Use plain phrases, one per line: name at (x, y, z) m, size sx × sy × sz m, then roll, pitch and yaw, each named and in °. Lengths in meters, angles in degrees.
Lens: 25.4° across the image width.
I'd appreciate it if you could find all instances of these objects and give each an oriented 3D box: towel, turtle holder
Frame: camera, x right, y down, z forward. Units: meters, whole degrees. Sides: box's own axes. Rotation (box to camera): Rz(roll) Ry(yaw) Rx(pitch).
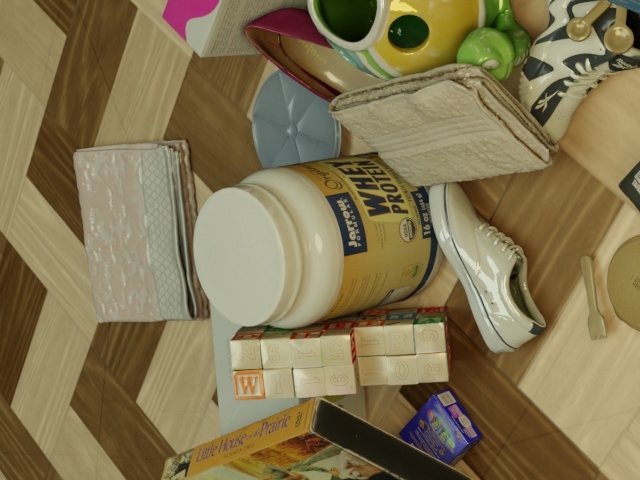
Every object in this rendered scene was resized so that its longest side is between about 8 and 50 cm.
towel at (0.157, -0.142, 1.852) m, size 0.282 × 0.187 × 0.049 m, roll -8°, pitch 48°, yaw 52°
towel at (-0.333, -0.012, 2.573) m, size 0.317 × 0.053 × 0.331 m, roll -2°, pitch 96°, yaw 47°
turtle holder at (0.125, -0.297, 1.887) m, size 0.243 × 0.227 × 0.320 m, roll -43°, pitch 69°, yaw 41°

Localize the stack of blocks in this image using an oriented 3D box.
stack of blocks at (0.034, 0.158, 2.023) m, size 0.297 × 0.171 × 0.087 m, roll -4°, pitch 98°, yaw 8°

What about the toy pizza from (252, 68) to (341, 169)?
toy pizza at (-0.033, -0.174, 2.230) m, size 0.201 × 0.032 × 0.201 m, roll 11°, pitch 106°, yaw 44°

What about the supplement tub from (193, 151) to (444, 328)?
supplement tub at (0.000, 0.000, 2.023) m, size 0.228 × 0.316 × 0.228 m, roll 13°, pitch 108°, yaw 45°

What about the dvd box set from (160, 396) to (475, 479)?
dvd box set at (-0.012, 0.370, 2.142) m, size 0.420 × 0.308 × 0.062 m, roll -28°, pitch 38°, yaw 48°

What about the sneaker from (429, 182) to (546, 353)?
sneaker at (0.236, 0.024, 1.959) m, size 0.091 × 0.094 × 0.258 m, roll -28°, pitch 84°, yaw 30°

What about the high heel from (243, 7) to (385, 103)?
high heel at (0.052, -0.203, 2.021) m, size 0.377 × 0.181 × 0.127 m, roll 42°, pitch 126°, yaw 33°

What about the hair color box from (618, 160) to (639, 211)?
hair color box at (0.525, -0.122, 1.586) m, size 0.185 × 0.114 × 0.374 m, roll 56°, pitch 132°, yaw 23°

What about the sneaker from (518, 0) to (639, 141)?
sneaker at (0.342, -0.215, 1.773) m, size 0.153 × 0.094 × 0.235 m, roll 34°, pitch 112°, yaw 47°

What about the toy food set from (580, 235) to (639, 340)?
toy food set at (0.417, 0.059, 1.804) m, size 0.192 × 0.039 × 0.132 m, roll -15°, pitch 81°, yaw 53°

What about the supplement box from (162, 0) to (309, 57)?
supplement box at (-0.110, -0.353, 2.133) m, size 0.111 × 0.220 × 0.114 m, roll 47°, pitch 129°, yaw 29°

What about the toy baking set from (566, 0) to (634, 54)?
toy baking set at (0.362, -0.341, 1.700) m, size 0.197 × 0.030 × 0.256 m, roll -24°, pitch 75°, yaw 9°

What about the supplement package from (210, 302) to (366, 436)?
supplement package at (-0.051, 0.183, 2.245) m, size 0.204 × 0.145 × 0.261 m, roll 5°, pitch 103°, yaw 47°

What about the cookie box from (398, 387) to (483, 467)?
cookie box at (0.177, 0.288, 2.101) m, size 0.092 × 0.040 × 0.107 m, roll 55°, pitch 133°, yaw 21°

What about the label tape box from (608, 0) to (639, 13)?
label tape box at (0.389, -0.312, 1.459) m, size 0.348 × 0.249 × 0.115 m, roll 11°, pitch 87°, yaw 62°
